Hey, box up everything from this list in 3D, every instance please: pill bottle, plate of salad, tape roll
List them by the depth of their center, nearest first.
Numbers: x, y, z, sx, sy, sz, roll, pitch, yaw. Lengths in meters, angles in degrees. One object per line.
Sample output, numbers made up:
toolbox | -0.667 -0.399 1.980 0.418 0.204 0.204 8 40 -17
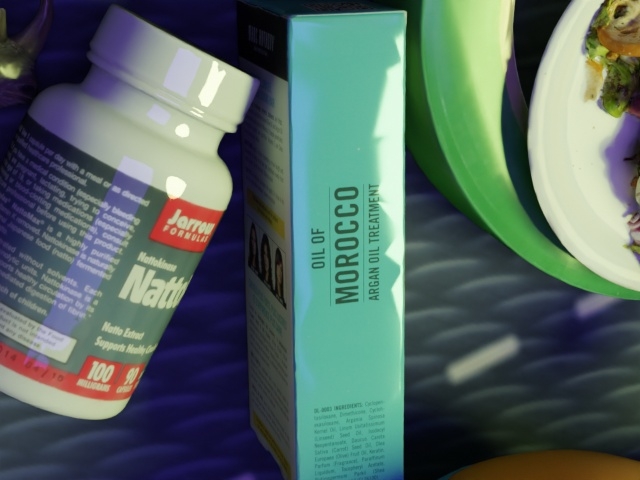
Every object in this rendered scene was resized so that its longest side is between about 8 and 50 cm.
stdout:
pill bottle | -0.105 -0.016 0.633 0.108 0.108 0.180 25 97 -21
plate of salad | 0.199 -0.063 0.655 0.199 0.048 0.200 -6 110 -17
tape roll | 0.189 -0.129 0.697 0.321 0.077 0.321 -6 111 -17

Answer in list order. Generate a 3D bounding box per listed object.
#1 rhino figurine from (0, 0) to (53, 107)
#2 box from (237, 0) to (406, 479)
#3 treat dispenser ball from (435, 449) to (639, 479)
rhino figurine | -0.230 -0.052 0.605 0.243 0.073 0.106 -32 114 -8
box | 0.000 0.000 0.673 0.060 0.100 0.244 -5 107 -16
treat dispenser ball | 0.128 0.253 0.680 0.288 0.288 0.288 -4 106 -15
